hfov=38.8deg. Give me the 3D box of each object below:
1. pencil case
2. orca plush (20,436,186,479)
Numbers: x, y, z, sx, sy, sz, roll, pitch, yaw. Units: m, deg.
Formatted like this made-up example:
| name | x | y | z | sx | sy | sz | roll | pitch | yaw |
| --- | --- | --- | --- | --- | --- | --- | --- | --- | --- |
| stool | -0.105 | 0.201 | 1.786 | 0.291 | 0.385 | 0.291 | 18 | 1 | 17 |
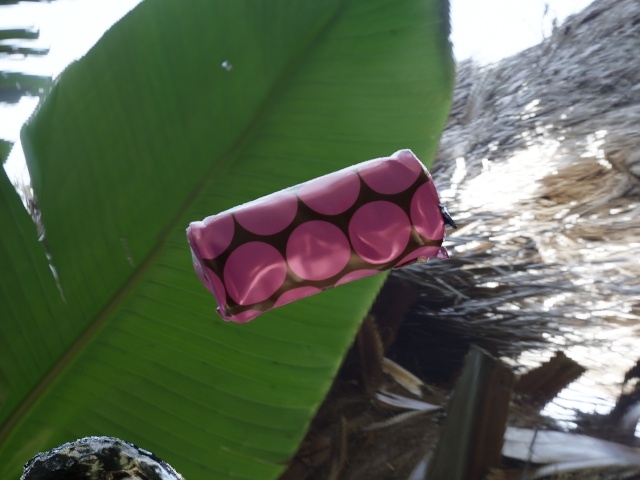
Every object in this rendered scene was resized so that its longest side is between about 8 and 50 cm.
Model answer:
| name | x | y | z | sx | sy | sz | roll | pitch | yaw |
| --- | --- | --- | --- | --- | --- | --- | --- | --- | --- |
| pencil case | 0.000 | 0.000 | 0.747 | 0.209 | 0.095 | 0.098 | -18 | -76 | -5 |
| orca plush | -0.030 | 0.207 | 0.464 | 0.102 | 0.151 | 0.287 | -33 | -93 | -7 |
